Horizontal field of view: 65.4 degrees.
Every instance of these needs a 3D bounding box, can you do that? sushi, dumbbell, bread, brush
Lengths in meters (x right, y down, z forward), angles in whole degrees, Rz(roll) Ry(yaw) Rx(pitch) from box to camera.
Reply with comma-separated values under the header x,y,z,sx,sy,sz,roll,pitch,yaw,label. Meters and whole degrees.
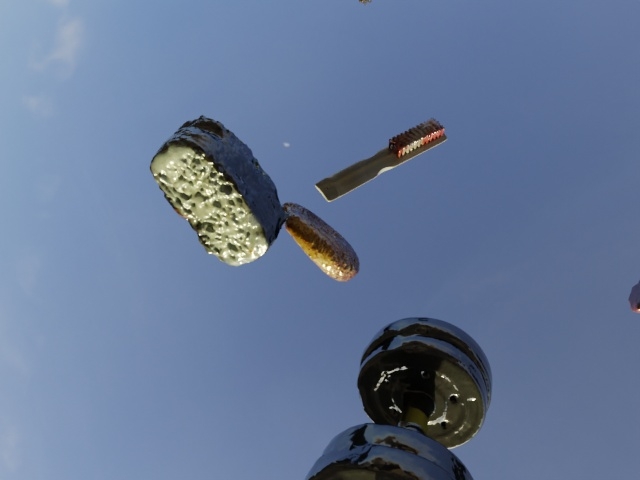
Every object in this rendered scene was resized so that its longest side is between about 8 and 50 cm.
x,y,z,sx,sy,sz,roll,pitch,yaw,label
-0.146,-0.078,0.763,0.124,0.225,0.127,-23,-156,29,sushi
0.105,0.237,0.593,0.185,0.388,0.185,8,-66,18,dumbbell
0.000,0.000,0.911,0.064,0.193,0.193,-45,-127,5,bread
0.137,-0.181,1.078,0.321,0.050,0.060,-29,-119,-15,brush

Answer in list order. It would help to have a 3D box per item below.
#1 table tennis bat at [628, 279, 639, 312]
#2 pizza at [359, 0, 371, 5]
x,y,z,sx,sy,sz,roll,pitch,yaw,label
0.646,0.120,0.672,0.415,0.268,0.051,14,-131,8,table tennis bat
0.057,-0.336,0.578,0.029,0.099,0.100,6,-75,-1,pizza
